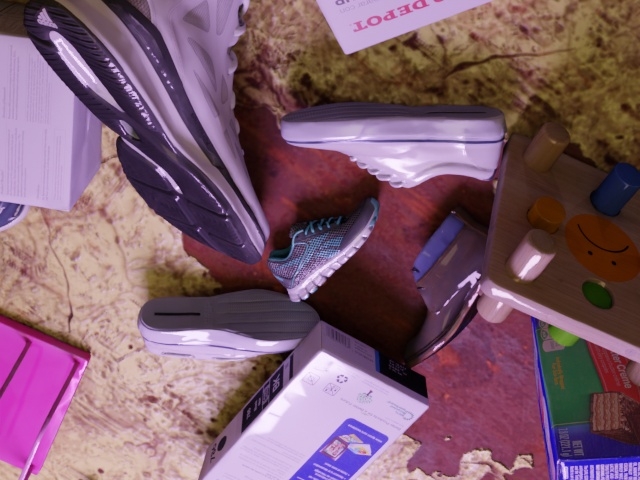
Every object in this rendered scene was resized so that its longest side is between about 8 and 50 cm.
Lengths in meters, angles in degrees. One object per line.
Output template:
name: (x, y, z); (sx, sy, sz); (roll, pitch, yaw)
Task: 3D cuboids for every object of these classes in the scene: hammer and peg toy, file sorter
hammer and peg toy: (0.355, 0.031, 1.336); (0.361, 0.266, 0.127); (23, 135, -6)
file sorter: (-0.477, 0.205, 1.508); (0.290, 0.182, 0.202); (25, 113, -6)

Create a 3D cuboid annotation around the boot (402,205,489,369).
boot: (0.148, 0.059, 1.466); (0.106, 0.082, 0.219); (46, 119, 11)

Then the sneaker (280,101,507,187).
sneaker: (0.082, -0.105, 1.372); (0.258, 0.094, 0.091); (2, 109, 3)

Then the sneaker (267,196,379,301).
sneaker: (0.000, 0.000, 1.445); (0.076, 0.065, 0.166); (43, 109, -9)

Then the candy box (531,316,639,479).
candy box: (0.414, 0.185, 1.374); (0.317, 0.268, 0.122); (-5, 126, 6)

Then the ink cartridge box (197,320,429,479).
ink cartridge box: (-0.027, 0.257, 1.516); (0.165, 0.065, 0.333); (30, 118, -20)

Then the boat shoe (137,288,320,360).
boat shoe: (-0.113, 0.111, 1.504); (0.226, 0.083, 0.076); (5, 142, 2)

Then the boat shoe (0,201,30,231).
boat shoe: (-0.471, -0.011, 1.437); (0.254, 0.079, 0.095); (-20, 81, 2)

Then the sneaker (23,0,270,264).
sneaker: (-0.112, -0.178, 1.318); (0.169, 0.257, 0.447); (22, 155, 34)

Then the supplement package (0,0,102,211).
supplement package: (-0.359, -0.160, 1.354); (0.203, 0.149, 0.194); (8, 113, 1)

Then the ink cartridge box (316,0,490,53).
ink cartridge box: (0.065, -0.356, 1.171); (0.223, 0.129, 0.307); (-18, 141, 13)
